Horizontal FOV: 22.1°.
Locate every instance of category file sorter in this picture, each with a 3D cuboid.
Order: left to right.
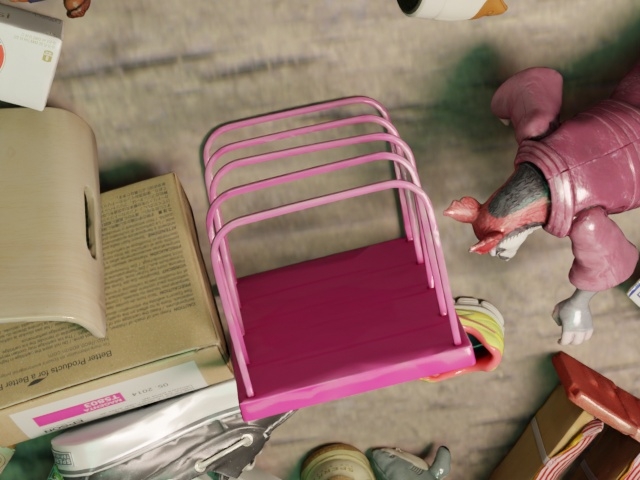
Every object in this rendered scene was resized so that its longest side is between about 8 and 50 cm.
[{"bbox_3d":[0.000,0.000,1.475,0.202,0.291,0.182,-14,110,-1],"label":"file sorter"}]

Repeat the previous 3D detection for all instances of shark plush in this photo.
[{"bbox_3d":[0.101,0.282,1.677,0.067,0.161,0.073,11,139,-30],"label":"shark plush"}]

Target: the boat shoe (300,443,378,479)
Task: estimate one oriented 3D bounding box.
[{"bbox_3d":[0.057,0.350,1.726,0.104,0.089,0.285,-27,112,4],"label":"boat shoe"}]

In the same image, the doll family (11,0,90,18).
[{"bbox_3d":[-0.203,-0.282,1.456,0.193,0.076,0.111,-35,116,13],"label":"doll family"}]

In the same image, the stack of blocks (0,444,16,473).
[{"bbox_3d":[-0.444,0.149,1.588,0.297,0.087,0.171,29,105,-17],"label":"stack of blocks"}]

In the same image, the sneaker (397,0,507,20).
[{"bbox_3d":[0.154,-0.338,1.469,0.123,0.106,0.290,2,117,-23],"label":"sneaker"}]

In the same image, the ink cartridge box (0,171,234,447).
[{"bbox_3d":[-0.217,0.064,1.522,0.234,0.193,0.088,-16,152,1],"label":"ink cartridge box"}]

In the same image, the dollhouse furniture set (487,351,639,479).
[{"bbox_3d":[0.260,0.288,1.576,0.152,0.374,0.201,32,107,-13],"label":"dollhouse furniture set"}]

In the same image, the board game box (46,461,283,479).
[{"bbox_3d":[-0.195,0.338,1.662,0.224,0.097,0.303,26,107,2],"label":"board game box"}]

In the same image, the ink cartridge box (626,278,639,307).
[{"bbox_3d":[0.455,0.040,1.674,0.224,0.045,0.223,42,101,-18],"label":"ink cartridge box"}]

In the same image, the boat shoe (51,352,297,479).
[{"bbox_3d":[-0.101,0.180,1.552,0.301,0.108,0.102,-22,104,-22],"label":"boat shoe"}]

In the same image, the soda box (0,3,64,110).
[{"bbox_3d":[-0.344,-0.185,1.477,0.216,0.069,0.074,15,110,-11],"label":"soda box"}]

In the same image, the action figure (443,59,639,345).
[{"bbox_3d":[0.283,-0.069,1.474,0.370,0.276,0.248,-27,86,-26],"label":"action figure"}]

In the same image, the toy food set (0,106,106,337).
[{"bbox_3d":[-0.352,-0.001,1.484,0.306,0.220,0.092,-4,151,-4],"label":"toy food set"}]

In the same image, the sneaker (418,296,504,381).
[{"bbox_3d":[0.086,0.102,1.629,0.208,0.094,0.081,-5,114,-3],"label":"sneaker"}]
